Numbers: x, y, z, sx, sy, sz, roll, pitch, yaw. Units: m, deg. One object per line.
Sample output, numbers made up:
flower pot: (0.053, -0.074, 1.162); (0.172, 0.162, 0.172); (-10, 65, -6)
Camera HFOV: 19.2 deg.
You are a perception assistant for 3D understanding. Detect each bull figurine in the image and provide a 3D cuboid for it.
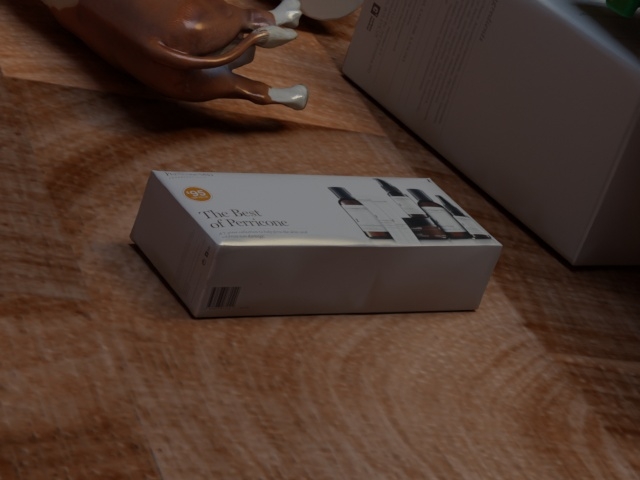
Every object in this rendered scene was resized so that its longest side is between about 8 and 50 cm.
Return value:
bull figurine: (-0.139, -0.194, 1.547); (0.188, 0.101, 0.310); (2, 29, -37)

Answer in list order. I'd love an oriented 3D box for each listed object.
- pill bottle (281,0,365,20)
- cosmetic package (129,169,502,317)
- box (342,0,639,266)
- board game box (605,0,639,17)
pill bottle: (-0.010, -0.284, 1.816); (0.112, 0.112, 0.186); (10, 26, -19)
cosmetic package: (0.000, 0.000, 1.292); (0.239, 0.060, 0.099); (0, 30, -37)
box: (0.213, -0.135, 1.599); (0.215, 0.168, 0.345); (1, 30, -37)
board game box: (0.432, -0.105, 1.423); (0.390, 0.050, 0.390); (11, 23, -28)
